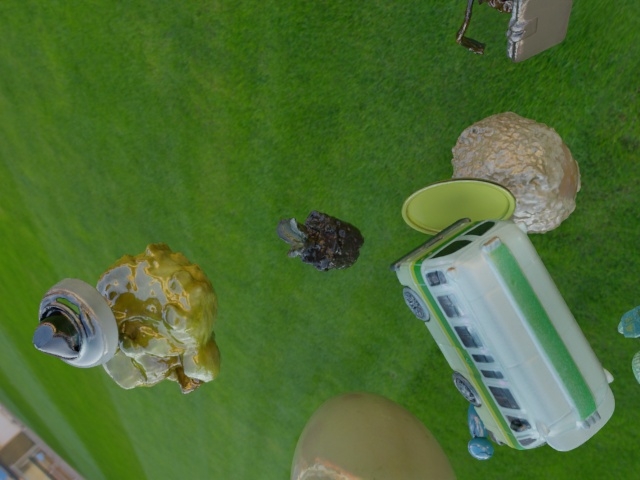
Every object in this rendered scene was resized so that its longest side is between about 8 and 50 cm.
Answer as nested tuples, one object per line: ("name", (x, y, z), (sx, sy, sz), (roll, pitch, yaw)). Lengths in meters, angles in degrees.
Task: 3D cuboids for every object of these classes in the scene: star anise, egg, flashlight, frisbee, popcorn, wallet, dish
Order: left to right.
("dish", (-0.371, 0.131, 0.723), (0.141, 0.078, 0.141), (7, 107, 23))
("popcorn", (-0.270, 0.139, 0.880), (0.233, 0.192, 0.266), (-38, 85, 10))
("egg", (0.058, 0.283, 0.587), (0.189, 0.188, 0.254), (62, -179, -24))
("frisbee", (0.291, -0.068, 1.075), (0.235, 0.017, 0.236), (4, 153, 2))
("flashlight", (0.331, 0.387, 1.047), (0.051, 0.129, 0.051), (6, 145, 5))
("star anise", (0.410, -0.586, 1.224), (0.237, 0.148, 0.346), (32, 166, 16))
("egg", (0.452, -0.153, 1.179), (0.310, 0.279, 0.279), (52, 153, 34))
("wallet", (0.379, -0.387, 0.872), (0.153, 0.117, 0.039), (66, 180, -61))

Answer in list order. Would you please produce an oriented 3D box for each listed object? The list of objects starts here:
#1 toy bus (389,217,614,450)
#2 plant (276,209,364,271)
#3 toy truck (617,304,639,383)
("toy bus", (0.221, 0.113, 0.604), (0.276, 0.133, 0.164), (59, 166, -2))
("plant", (0.000, 0.000, 1.203), (0.142, 0.203, 0.131), (25, 104, 42))
("toy truck", (0.566, 0.147, 0.696), (0.278, 0.156, 0.155), (21, 140, -12))
